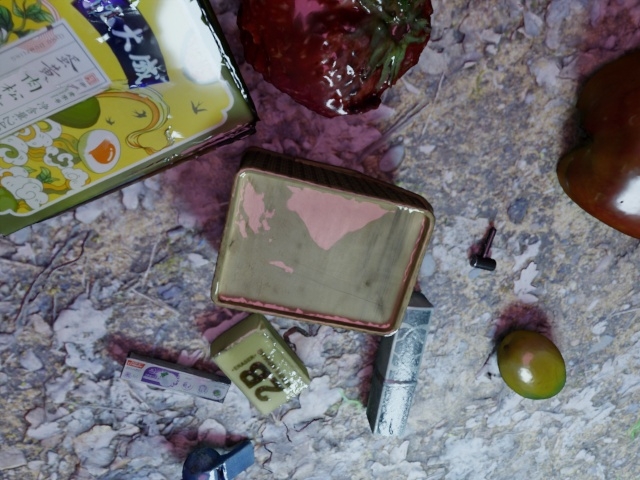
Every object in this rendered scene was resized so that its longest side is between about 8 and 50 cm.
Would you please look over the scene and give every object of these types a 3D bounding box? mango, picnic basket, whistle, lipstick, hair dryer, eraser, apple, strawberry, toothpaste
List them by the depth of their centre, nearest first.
[{"bbox_3d":[0.008,-0.305,0.647,0.274,0.220,0.274,-26,128,-40],"label":"strawberry"},{"bbox_3d":[0.000,0.000,0.781,0.312,0.175,0.228,12,108,-10],"label":"picnic basket"},{"bbox_3d":[0.615,-0.166,0.855,0.364,0.295,0.329,0,72,-11],"label":"apple"},{"bbox_3d":[-0.264,0.252,0.896,0.196,0.040,0.047,20,101,-16],"label":"toothpaste"},{"bbox_3d":[-0.111,0.231,0.904,0.117,0.058,0.172,-34,112,3],"label":"eraser"},{"bbox_3d":[0.318,0.015,0.921,0.047,0.026,0.084,12,100,-16],"label":"hair dryer"},{"bbox_3d":[0.150,0.238,0.944,0.077,0.076,0.290,6,107,-10],"label":"lipstick"},{"bbox_3d":[-0.216,0.446,0.963,0.157,0.090,0.091,-19,119,-45],"label":"whistle"},{"bbox_3d":[0.440,0.262,1.000,0.194,0.092,0.130,34,99,-28],"label":"mango"}]

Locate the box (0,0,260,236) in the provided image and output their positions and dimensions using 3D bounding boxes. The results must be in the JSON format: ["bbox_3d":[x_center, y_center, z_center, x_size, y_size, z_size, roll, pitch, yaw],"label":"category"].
[{"bbox_3d":[-0.330,-0.220,0.568,0.419,0.138,0.373,-24,144,-1],"label":"box"}]
